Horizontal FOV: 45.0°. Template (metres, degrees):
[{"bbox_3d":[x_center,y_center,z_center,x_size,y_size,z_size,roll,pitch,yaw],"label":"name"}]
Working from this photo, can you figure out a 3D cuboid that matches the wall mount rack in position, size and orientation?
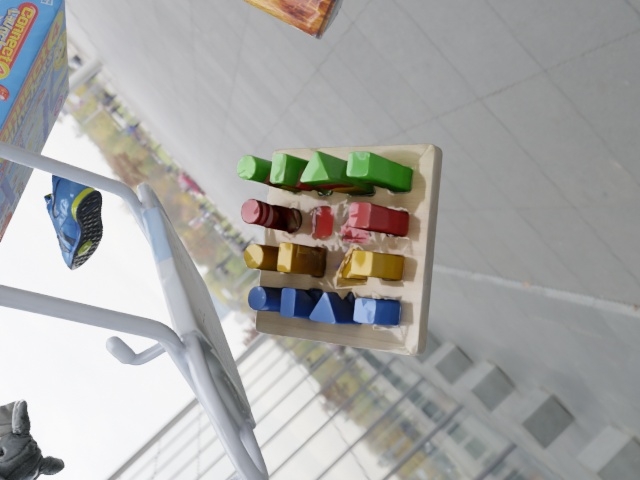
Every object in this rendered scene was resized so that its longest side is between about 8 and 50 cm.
[{"bbox_3d":[-0.164,0.047,0.590,0.350,0.130,0.304,56,172,53],"label":"wall mount rack"}]

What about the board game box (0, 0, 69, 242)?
[{"bbox_3d":[-0.475,-0.182,1.154,0.086,0.308,0.302,20,160,-10],"label":"board game box"}]

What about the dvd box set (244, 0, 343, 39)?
[{"bbox_3d":[-0.124,-0.376,0.560,0.420,0.062,0.308,28,132,-2],"label":"dvd box set"}]

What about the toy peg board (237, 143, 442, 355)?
[{"bbox_3d":[0.000,0.000,0.605,0.161,0.161,0.079,3,175,37],"label":"toy peg board"}]

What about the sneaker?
[{"bbox_3d":[-0.401,-0.035,1.245,0.082,0.069,0.209,35,141,10],"label":"sneaker"}]

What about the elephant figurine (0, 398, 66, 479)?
[{"bbox_3d":[-0.472,0.329,1.161,0.169,0.239,0.186,41,-136,-47],"label":"elephant figurine"}]
